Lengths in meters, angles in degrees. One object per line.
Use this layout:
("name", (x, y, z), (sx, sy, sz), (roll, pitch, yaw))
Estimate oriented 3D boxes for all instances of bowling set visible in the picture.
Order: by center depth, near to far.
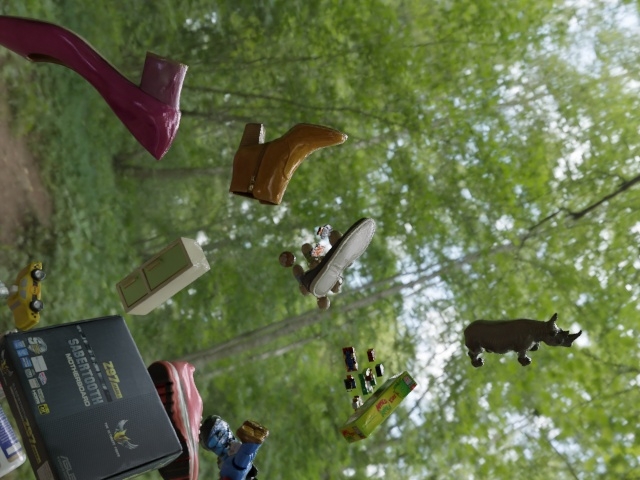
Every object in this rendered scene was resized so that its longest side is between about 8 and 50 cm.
("bowling set", (-0.030, 0.109, 2.205), (0.154, 0.200, 0.286), (-118, -144, -44))

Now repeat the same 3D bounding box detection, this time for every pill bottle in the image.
("pill bottle", (-0.878, 0.482, 1.746), (0.264, 0.153, 0.153), (63, -26, 1))

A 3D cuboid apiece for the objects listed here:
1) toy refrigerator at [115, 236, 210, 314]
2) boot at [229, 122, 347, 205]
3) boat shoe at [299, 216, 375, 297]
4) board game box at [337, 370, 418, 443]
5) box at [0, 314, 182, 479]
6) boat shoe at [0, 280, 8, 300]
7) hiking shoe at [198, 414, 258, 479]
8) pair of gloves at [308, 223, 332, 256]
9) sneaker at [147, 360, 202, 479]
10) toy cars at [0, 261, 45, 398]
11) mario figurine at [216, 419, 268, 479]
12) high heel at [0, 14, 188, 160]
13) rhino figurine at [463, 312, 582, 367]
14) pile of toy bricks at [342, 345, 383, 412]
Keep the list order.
("toy refrigerator", (-0.464, 0.106, 1.997), (0.094, 0.270, 0.102), (16, 44, -62))
("boot", (-0.085, -0.192, 1.778), (0.104, 0.295, 0.211), (44, 52, -71))
("boat shoe", (0.033, 0.025, 1.457), (0.065, 0.206, 0.075), (33, -10, 42))
("board game box", (0.128, 0.371, 1.528), (0.043, 0.181, 0.092), (51, -32, 4))
("box", (-0.319, 0.224, 0.943), (0.059, 0.183, 0.232), (-43, -114, 34))
("boat shoe", (-0.906, 0.131, 1.611), (0.118, 0.321, 0.103), (122, -43, -84))
("hiking shoe", (-0.288, 0.670, 2.221), (0.132, 0.113, 0.304), (10, -40, 31))
("pair of gloves", (0.000, 0.000, 1.591), (0.010, 0.074, 0.083), (27, -74, 21))
("sneaker", (-0.323, 0.437, 1.650), (0.116, 0.136, 0.313), (-14, -97, 32))
("toy cars", (-0.869, 0.245, 1.911), (0.177, 0.087, 0.393), (25, -85, 47))
("mario figurine", (-0.281, 0.676, 1.990), (0.170, 0.198, 0.320), (23, -91, 42))
("high heel", (-0.434, -0.276, 1.222), (0.127, 0.378, 0.181), (-79, -176, -85))
("rhino figurine", (0.404, 0.198, 1.388), (0.243, 0.073, 0.106), (-11, -54, 33))
("pile of toy bricks", (0.132, 0.400, 1.982), (0.105, 0.118, 0.212), (-22, 101, -76))
